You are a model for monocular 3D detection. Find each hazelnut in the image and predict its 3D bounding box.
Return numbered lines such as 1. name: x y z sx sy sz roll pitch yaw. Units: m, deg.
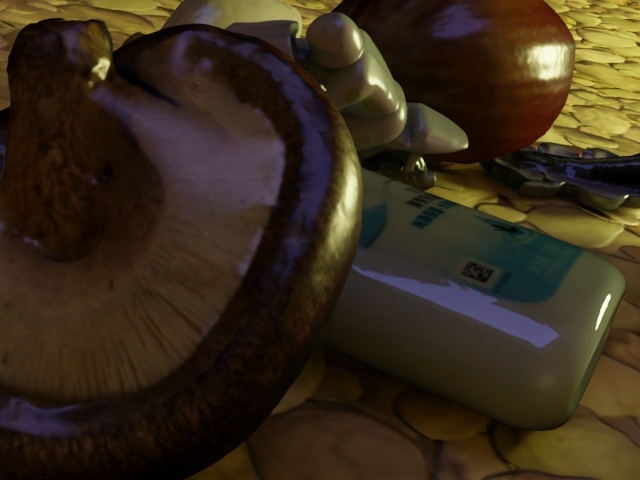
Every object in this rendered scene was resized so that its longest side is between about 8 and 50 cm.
1. hazelnut: 0.090 -0.138 0.780 0.212 0.181 0.181 1 49 41

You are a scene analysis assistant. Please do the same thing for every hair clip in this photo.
1. hair clip: 0.235 -0.066 0.827 0.195 0.052 0.124 3 21 -6

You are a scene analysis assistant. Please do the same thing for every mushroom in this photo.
1. mushroom: -0.091 0.012 0.418 0.231 0.194 0.138 -20 -10 -7
2. mushroom: -0.096 -0.191 0.905 0.097 0.088 0.212 47 37 0

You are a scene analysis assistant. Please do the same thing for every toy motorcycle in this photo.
1. toy motorcycle: -0.002 -0.089 0.634 0.225 0.152 0.073 17 54 -25

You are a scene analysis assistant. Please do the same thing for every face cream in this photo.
1. face cream: 0.000 0.000 0.557 0.337 0.080 0.163 22 24 20
